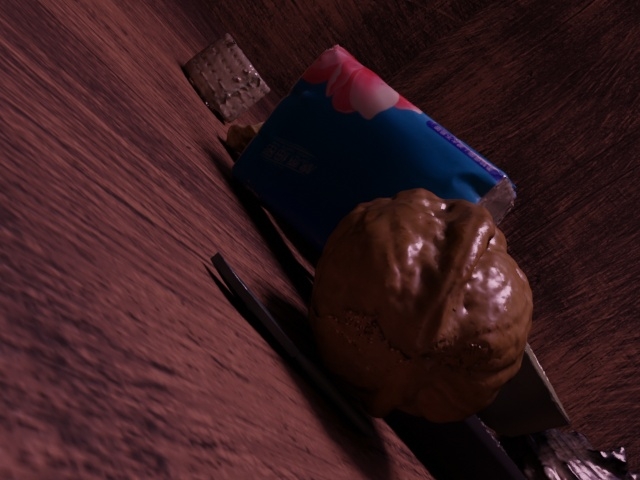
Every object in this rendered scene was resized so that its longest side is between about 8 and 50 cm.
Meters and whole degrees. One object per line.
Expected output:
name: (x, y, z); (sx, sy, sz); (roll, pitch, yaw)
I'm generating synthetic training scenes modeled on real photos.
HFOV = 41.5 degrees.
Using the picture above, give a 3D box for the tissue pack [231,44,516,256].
tissue pack: (0.053, -0.060, 0.952); (0.270, 0.209, 0.137); (42, 8, 23)

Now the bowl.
bowl: (0.224, 0.166, 1.096); (0.211, 0.112, 0.211); (58, 9, -15)

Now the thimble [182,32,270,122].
thimble: (-0.143, -0.245, 1.277); (0.115, 0.090, 0.102); (56, 3, 41)

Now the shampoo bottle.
shampoo bottle: (0.117, 0.184, 0.909); (0.309, 0.071, 0.098); (48, 4, -21)

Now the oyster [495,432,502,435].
oyster: (0.366, 0.417, 1.360); (0.271, 0.100, 0.275); (-113, 178, -59)

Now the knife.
knife: (-0.018, 0.089, 0.660); (0.210, 0.015, 0.028); (51, 10, -26)

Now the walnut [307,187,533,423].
walnut: (0.086, 0.054, 0.734); (0.198, 0.198, 0.245); (52, 17, -9)

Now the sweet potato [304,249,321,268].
sweet potato: (0.082, 0.111, 1.086); (0.314, 0.066, 0.072); (48, -9, -32)

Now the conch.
conch: (0.328, 0.363, 1.139); (0.313, 0.186, 0.240); (36, -21, 42)

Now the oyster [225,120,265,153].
oyster: (0.005, -0.042, 1.180); (0.351, 0.115, 0.238); (46, 17, -20)
